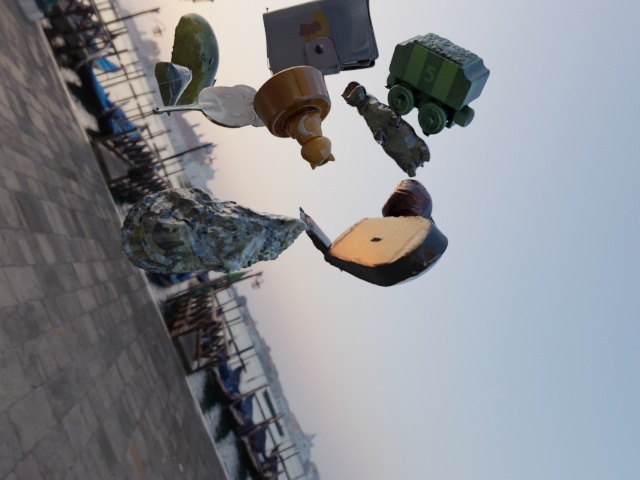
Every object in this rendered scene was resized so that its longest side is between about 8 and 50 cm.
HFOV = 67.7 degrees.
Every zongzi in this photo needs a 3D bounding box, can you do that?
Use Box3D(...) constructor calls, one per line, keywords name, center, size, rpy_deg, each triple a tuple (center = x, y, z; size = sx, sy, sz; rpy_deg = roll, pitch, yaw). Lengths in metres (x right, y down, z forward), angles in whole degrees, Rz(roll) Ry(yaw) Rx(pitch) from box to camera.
Box3D(name="zongzi", center=(-0.312, -0.325, 1.038), size=(0.104, 0.052, 0.114), rpy_deg=(-33, 116, -69))

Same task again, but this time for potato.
Box3D(name="potato", center=(-0.358, -0.523, 1.416), size=(0.160, 0.111, 0.272), rpy_deg=(-39, 142, -71))

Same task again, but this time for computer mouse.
Box3D(name="computer mouse", center=(0.138, 0.026, 1.006), size=(0.295, 0.168, 0.087), rpy_deg=(10, -44, 55))

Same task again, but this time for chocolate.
Box3D(name="chocolate", center=(0.000, 0.000, 1.119), size=(0.182, 0.028, 0.086), rpy_deg=(46, 20, -36))

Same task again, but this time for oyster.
Box3D(name="oyster", center=(-0.197, -0.017, 0.918), size=(0.158, 0.350, 0.162), rpy_deg=(-152, -118, -66))

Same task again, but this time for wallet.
Box3D(name="wallet", center=(-0.001, -0.420, 0.993), size=(0.069, 0.230, 0.170), rpy_deg=(17, 64, -84))

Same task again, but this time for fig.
Box3D(name="fig", center=(0.210, -0.069, 1.129), size=(0.128, 0.128, 0.151), rpy_deg=(96, -26, -66))

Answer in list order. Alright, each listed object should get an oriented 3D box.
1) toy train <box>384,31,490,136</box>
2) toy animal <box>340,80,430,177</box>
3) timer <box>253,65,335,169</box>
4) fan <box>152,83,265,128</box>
Box3D(name="toy train", center=(0.328, -0.456, 1.392), size=(0.299, 0.167, 0.238), rpy_deg=(35, -41, 21))
Box3D(name="toy animal", center=(0.183, -0.333, 1.366), size=(0.343, 0.106, 0.168), rpy_deg=(49, 15, 3))
Box3D(name="timer", center=(-0.025, -0.188, 0.797), size=(0.132, 0.132, 0.152), rpy_deg=(106, -39, -71))
Box3D(name="fan", center=(-0.216, -0.265, 0.943), size=(0.153, 0.226, 0.008), rpy_deg=(61, -31, 33))
